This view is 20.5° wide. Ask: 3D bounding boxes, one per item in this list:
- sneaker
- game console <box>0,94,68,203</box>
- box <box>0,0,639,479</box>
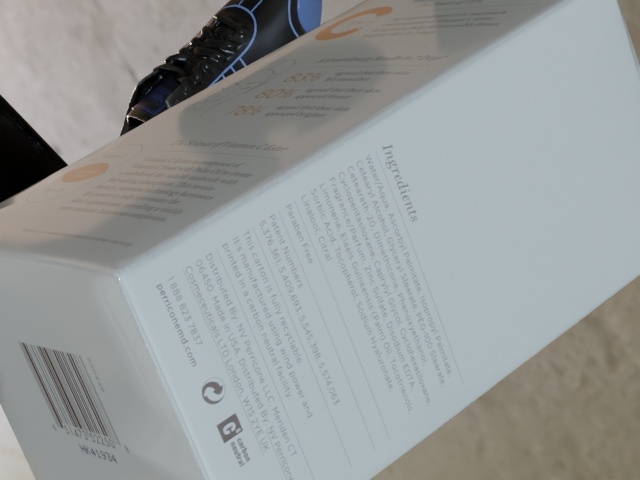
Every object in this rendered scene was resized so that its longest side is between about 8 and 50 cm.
[{"bbox_3d":[-0.083,-0.112,1.297,0.081,0.232,0.090,26,178,40],"label":"sneaker"},{"bbox_3d":[-0.251,0.061,1.206,0.044,0.361,0.213,-23,122,36],"label":"game console"},{"bbox_3d":[0.000,0.000,0.979,0.215,0.345,0.168,6,123,54],"label":"box"}]
